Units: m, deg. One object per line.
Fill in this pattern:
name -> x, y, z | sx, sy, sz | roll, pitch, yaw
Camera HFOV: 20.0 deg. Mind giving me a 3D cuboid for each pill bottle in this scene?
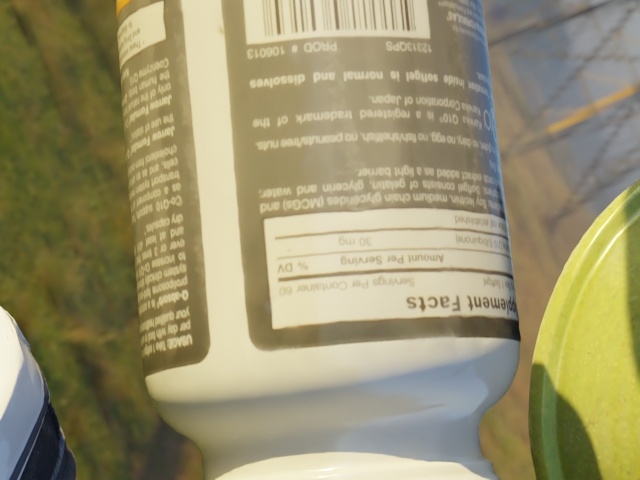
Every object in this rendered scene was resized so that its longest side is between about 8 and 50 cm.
pill bottle -> 0.000, 0.000, 0.780 | 0.162, 0.162, 0.279 | 31, 53, -77

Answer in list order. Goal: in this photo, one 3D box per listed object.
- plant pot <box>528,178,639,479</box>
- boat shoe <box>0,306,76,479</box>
plant pot -> 0.286, 0.091, 0.884 | 0.254, 0.276, 0.276 | 5, -58, 62
boat shoe -> -0.167, 0.153, 0.517 | 0.301, 0.108, 0.102 | -60, 147, -33
